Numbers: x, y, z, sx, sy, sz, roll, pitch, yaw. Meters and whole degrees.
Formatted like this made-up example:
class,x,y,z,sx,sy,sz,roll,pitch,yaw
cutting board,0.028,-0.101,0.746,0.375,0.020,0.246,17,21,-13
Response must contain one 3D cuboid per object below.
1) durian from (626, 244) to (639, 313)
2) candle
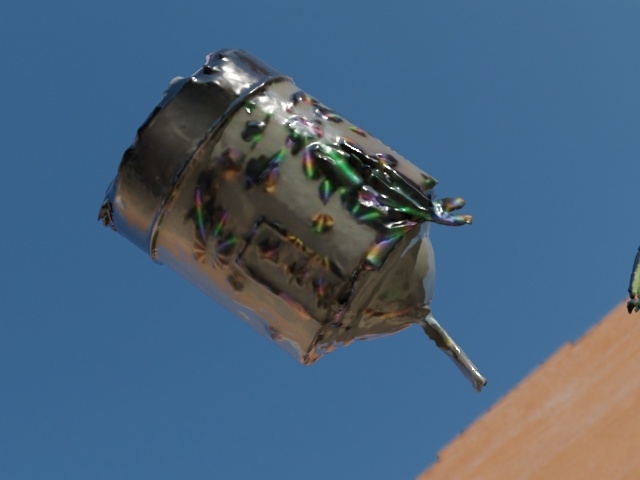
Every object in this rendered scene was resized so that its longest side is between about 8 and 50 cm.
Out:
class,x,y,z,sx,sy,sz,roll,pitch,yaw
durian,0.262,-0.121,0.652,0.163,0.198,0.394,34,-114,-20
candle,0.000,0.000,0.819,0.330,0.187,0.187,35,-75,11
